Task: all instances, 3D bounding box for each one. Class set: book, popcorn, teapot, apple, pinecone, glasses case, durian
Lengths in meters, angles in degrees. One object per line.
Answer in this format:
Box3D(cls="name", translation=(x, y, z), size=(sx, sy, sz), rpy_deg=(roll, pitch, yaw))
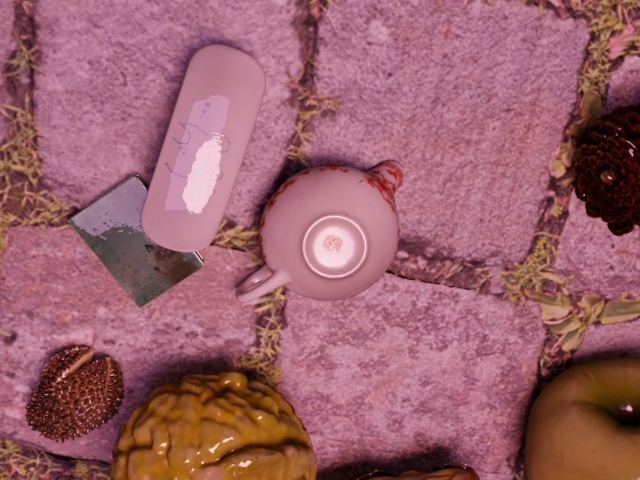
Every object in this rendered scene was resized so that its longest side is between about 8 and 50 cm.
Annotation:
Box3D(cls="book", translation=(-0.211, 0.000, 0.836), size=(0.103, 0.017, 0.135), rpy_deg=(-33, 108, 4))
Box3D(cls="popcorn", translation=(-0.117, 0.279, 0.822), size=(0.259, 0.212, 0.258), rpy_deg=(-7, 103, -31))
Box3D(cls="teapot", translation=(0.000, 0.000, 0.827), size=(0.246, 0.116, 0.159), rpy_deg=(-29, 119, 8))
Box3D(cls="apple", translation=(0.395, 0.284, 0.892), size=(0.279, 0.279, 0.278), rpy_deg=(-2, 106, -7))
Box3D(cls="pinecone", translation=(0.396, -0.088, 0.824), size=(0.165, 0.163, 0.162), rpy_deg=(-20, 108, -15))
Box3D(cls="glasses case", translation=(-0.130, -0.100, 0.792), size=(0.092, 0.059, 0.233), rpy_deg=(18, 99, -17))
Box3D(cls="durian", translation=(-0.304, 0.197, 0.856), size=(0.140, 0.071, 0.110), rpy_deg=(-36, 107, 9))

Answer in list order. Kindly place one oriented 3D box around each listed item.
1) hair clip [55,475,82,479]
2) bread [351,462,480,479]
Box3D(cls="hair clip", translation=(-0.368, 0.361, 0.858), size=(0.220, 0.140, 0.054), rpy_deg=(-30, 123, 2))
Box3D(cls="bread", translation=(0.092, 0.448, 0.927), size=(0.278, 0.167, 0.324), rpy_deg=(-12, 107, -4))
